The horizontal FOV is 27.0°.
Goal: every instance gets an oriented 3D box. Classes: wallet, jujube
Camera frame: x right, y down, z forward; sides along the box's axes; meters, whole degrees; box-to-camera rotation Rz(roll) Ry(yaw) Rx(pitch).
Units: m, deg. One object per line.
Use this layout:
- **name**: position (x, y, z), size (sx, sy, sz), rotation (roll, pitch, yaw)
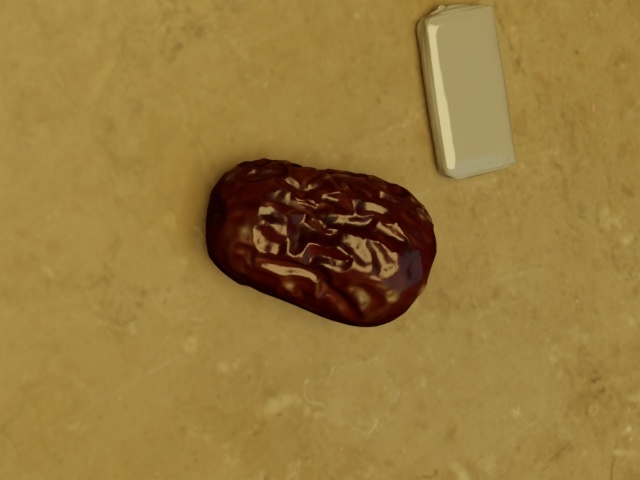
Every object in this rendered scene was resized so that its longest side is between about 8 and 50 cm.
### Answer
- **wallet**: position (0.157, -0.163, 1.437), size (0.095, 0.033, 0.190), rotation (-16, 103, -20)
- **jujube**: position (0.000, 0.000, 1.336), size (0.230, 0.155, 0.155), rotation (14, 91, -16)
